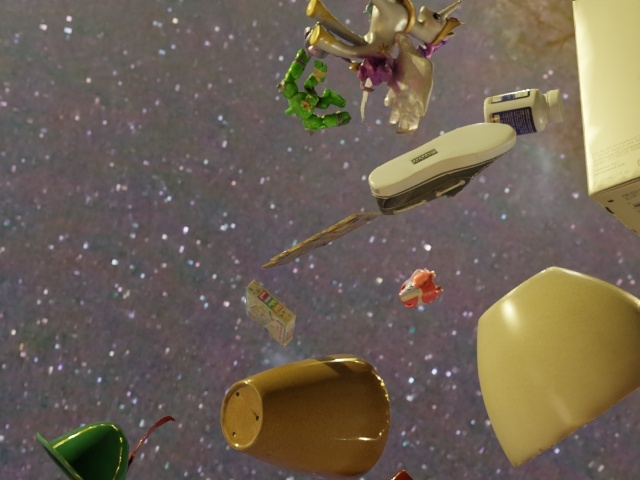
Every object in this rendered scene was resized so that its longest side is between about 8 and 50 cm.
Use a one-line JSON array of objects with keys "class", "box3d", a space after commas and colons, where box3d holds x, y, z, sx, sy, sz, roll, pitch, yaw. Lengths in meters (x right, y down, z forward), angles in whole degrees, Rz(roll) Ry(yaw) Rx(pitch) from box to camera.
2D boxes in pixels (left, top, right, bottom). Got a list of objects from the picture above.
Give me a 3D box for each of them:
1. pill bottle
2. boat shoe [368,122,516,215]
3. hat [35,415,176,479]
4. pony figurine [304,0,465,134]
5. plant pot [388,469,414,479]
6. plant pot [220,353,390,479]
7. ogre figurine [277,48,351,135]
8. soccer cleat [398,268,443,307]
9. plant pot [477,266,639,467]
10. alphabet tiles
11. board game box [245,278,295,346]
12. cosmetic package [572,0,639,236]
[{"class": "pill bottle", "box3d": [0.522, -0.327, 2.230, 0.186, 0.112, 0.112, -7, -158, 23]}, {"class": "boat shoe", "box3d": [0.246, -0.134, 1.711, 0.301, 0.102, 0.108, -25, -143, -3]}, {"class": "hat", "box3d": [-0.287, 0.282, 1.262, 0.183, 0.173, 0.208, -42, -159, -24]}, {"class": "pony figurine", "box3d": [0.140, -0.443, 1.989, 0.363, 0.351, 0.303, 20, -174, -30]}, {"class": "plant pot", "box3d": [0.132, 0.637, 1.588, 0.235, 0.267, 0.267, -24, -131, -31]}, {"class": "plant pot", "box3d": [-0.044, 0.315, 1.575, 0.254, 0.237, 0.237, 12, -150, -43]}, {"class": "ogre figurine", "box3d": [-0.020, -0.327, 2.003, 0.118, 0.197, 0.097, -43, -142, -22]}, {"class": "soccer cleat", "box3d": [0.211, 0.112, 1.939, 0.248, 0.095, 0.083, 82, 164, -85]}, {"class": "plant pot", "box3d": [0.323, 0.149, 1.186, 0.284, 0.284, 0.191, -17, -114, -47]}, {"class": "alphabet tiles", "box3d": [0.000, 0.000, 1.768, 0.009, 0.237, 0.198, 64, -162, 6]}, {"class": "board game box", "box3d": [-0.096, 0.140, 1.645, 0.103, 0.154, 0.026, 41, -110, 11]}, {"class": "cosmetic package", "box3d": [0.416, -0.171, 1.105, 0.160, 0.113, 0.309, 28, -125, -37]}]
